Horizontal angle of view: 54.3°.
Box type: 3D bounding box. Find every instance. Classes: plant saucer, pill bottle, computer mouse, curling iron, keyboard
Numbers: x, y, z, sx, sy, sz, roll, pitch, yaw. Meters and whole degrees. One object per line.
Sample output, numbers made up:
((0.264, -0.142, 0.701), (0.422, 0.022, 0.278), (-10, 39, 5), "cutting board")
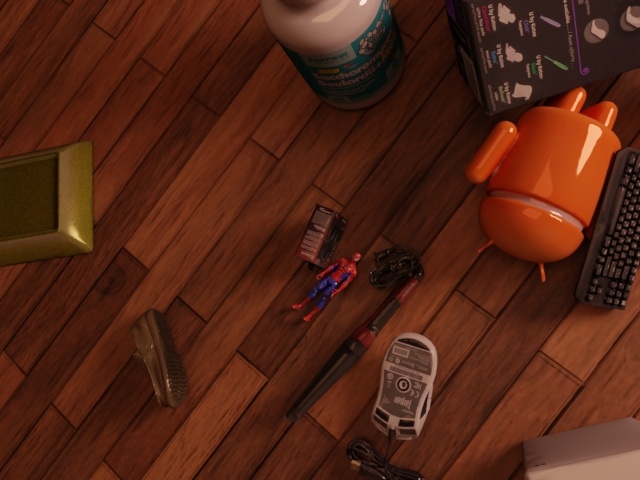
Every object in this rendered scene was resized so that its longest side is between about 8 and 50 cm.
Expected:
((-0.456, -0.064, 0.992), (0.188, 0.045, 0.188), (-8, 77, 15), "plant saucer")
((0.016, -0.275, 0.775), (0.146, 0.264, 0.146), (-3, 79, 17), "pill bottle")
((0.102, 0.210, 0.777), (0.106, 0.042, 0.193), (16, 90, 23), "computer mouse")
((0.042, 0.122, 0.813), (0.068, 0.035, 0.274), (34, 90, 24), "curling iron")
((0.357, -0.009, 0.714), (0.023, 0.108, 0.180), (31, 109, 62), "keyboard")

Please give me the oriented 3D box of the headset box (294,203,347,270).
((0.000, 0.000, 0.834), (0.032, 0.062, 0.083), (21, 85, 20), "headset box")

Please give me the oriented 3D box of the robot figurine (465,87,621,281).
((0.264, -0.069, 0.734), (0.128, 0.158, 0.219), (21, 86, 46), "robot figurine")

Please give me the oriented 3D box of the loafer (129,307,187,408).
((-0.230, 0.169, 0.878), (0.050, 0.056, 0.148), (-27, 63, 11), "loafer")

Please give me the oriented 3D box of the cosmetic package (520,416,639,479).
((0.295, 0.304, 0.602), (0.138, 0.224, 0.224), (-20, 75, 13), "cosmetic package")

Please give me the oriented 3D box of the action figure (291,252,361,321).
((0.013, 0.059, 0.839), (0.115, 0.030, 0.038), (-45, 66, 2), "action figure")

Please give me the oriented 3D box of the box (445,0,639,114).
((0.292, -0.274, 0.715), (0.270, 0.143, 0.165), (-16, 32, 11), "box")
